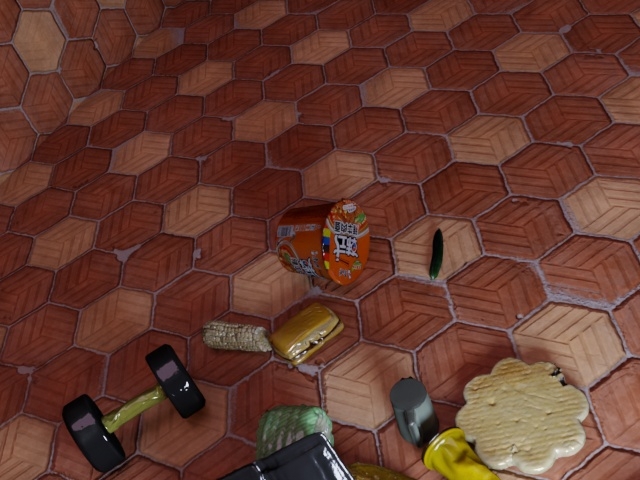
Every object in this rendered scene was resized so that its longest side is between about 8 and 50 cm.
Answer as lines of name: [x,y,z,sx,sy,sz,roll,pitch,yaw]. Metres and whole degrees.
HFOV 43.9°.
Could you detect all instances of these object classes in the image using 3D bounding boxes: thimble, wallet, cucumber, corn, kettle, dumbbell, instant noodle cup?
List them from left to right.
dumbbell: [-0.484,0.434,2.074,0.322,0.203,0.204,-32,43,-13]
corn: [-0.237,0.268,2.238,0.211,0.087,0.087,0,46,24]
wallet: [-0.072,0.574,1.723,0.323,0.247,0.041,-31,0,10]
thimble: [-0.063,0.492,1.843,0.150,0.219,0.219,-4,45,18]
instant noodle cup: [0.000,0.000,2.318,0.192,0.250,0.250,3,47,34]
kettle: [0.215,0.410,1.865,0.098,0.148,0.127,14,53,31]
cucumber: [0.336,0.040,2.289,0.036,0.033,0.184,15,48,1]

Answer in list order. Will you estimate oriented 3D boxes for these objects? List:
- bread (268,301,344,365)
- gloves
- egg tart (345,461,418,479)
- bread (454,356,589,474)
bread: [-0.039,0.251,2.191,0.200,0.077,0.116,-36,36,-17]
gloves: [0.346,0.540,1.689,0.116,0.133,0.294,-32,44,-11]
egg tart: [0.137,0.553,1.763,0.191,0.191,0.074,9,85,29]
bread: [0.468,0.406,1.840,0.316,0.054,0.316,-11,43,10]
